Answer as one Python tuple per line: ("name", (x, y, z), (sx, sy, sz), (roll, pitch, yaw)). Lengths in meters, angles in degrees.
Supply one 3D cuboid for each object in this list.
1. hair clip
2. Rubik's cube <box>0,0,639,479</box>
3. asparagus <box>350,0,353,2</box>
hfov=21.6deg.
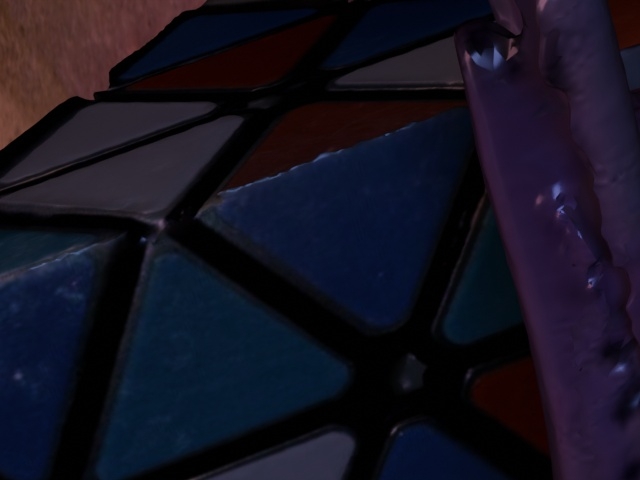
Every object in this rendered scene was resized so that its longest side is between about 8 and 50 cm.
("hair clip", (0.081, 0.057, 0.391), (0.137, 0.090, 0.278), (-91, -3, -69))
("Rubik's cube", (0.000, 0.000, 0.561), (0.234, 0.284, 0.250), (-120, 7, -51))
("asparagus", (-0.030, 0.003, 0.653), (0.233, 0.023, 0.022), (-61, 2, 37))
